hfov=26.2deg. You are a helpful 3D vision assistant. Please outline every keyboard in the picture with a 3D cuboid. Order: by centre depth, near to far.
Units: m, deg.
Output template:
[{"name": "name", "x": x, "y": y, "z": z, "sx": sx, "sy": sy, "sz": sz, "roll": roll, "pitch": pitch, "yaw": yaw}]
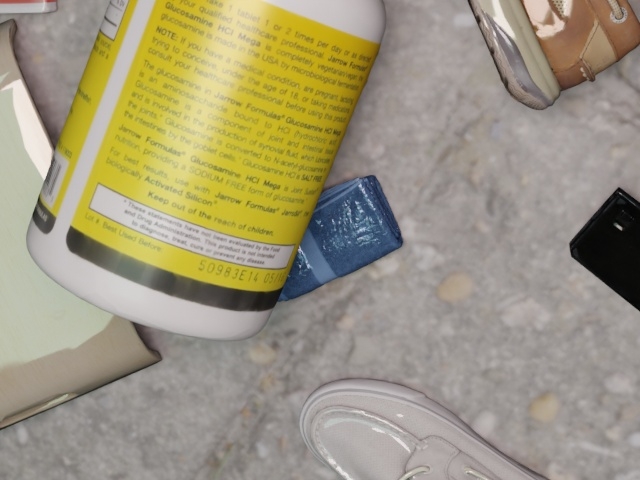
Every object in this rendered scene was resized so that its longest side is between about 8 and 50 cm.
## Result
[{"name": "keyboard", "x": 0.284, "y": 0.030, "z": 1.006, "sx": 0.192, "sy": 0.038, "sz": 0.100, "roll": 38, "pitch": 131, "yaw": 3}]

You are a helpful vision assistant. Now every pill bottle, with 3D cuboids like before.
[{"name": "pill bottle", "x": -0.067, "y": -0.113, "z": 0.969, "sx": 0.188, "sy": 0.188, "sz": 0.334, "roll": 24, "pitch": 101, "yaw": 8}]

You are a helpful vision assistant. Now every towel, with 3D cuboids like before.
[{"name": "towel", "x": 0.000, "y": 0.000, "z": 1.064, "sx": 0.119, "sy": 0.029, "sz": 0.067, "roll": -25, "pitch": 95, "yaw": 17}]

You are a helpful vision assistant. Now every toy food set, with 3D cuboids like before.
[{"name": "toy food set", "x": -0.287, "y": 0.004, "z": 1.117, "sx": 0.220, "sy": 0.092, "sz": 0.306, "roll": -23, "pitch": 97, "yaw": 6}]

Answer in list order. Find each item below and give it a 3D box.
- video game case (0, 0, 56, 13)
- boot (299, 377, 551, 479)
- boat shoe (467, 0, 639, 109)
[{"name": "video game case", "x": -0.310, "y": -0.322, "z": 1.077, "sx": 0.204, "sy": 0.025, "sz": 0.285, "roll": 3, "pitch": 102, "yaw": 14}, {"name": "boot", "x": 0.092, "y": 0.194, "z": 1.032, "sx": 0.258, "sy": 0.123, "sz": 0.095, "roll": 25, "pitch": 106, "yaw": 8}, {"name": "boat shoe", "x": 0.127, "y": -0.255, "z": 0.942, "sx": 0.116, "sy": 0.123, "sz": 0.324, "roll": -22, "pitch": 102, "yaw": 10}]
